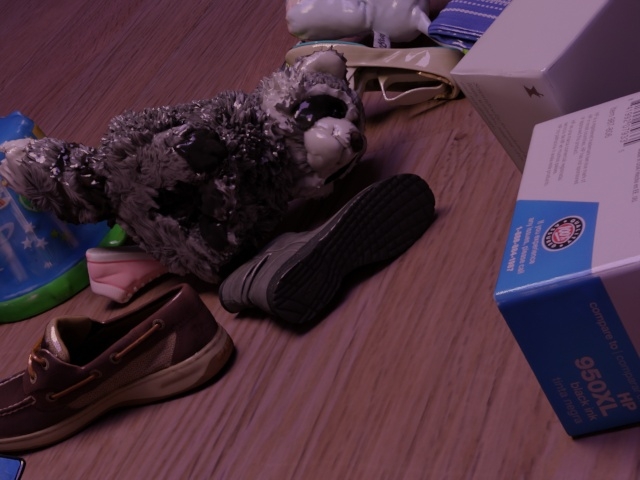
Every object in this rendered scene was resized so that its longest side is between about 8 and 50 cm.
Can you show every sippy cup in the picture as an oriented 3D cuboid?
[{"bbox_3d":[-0.418,-0.045,2.057,0.305,0.224,0.240,-33,25,-10],"label":"sippy cup"}]

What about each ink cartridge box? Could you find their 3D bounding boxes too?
[{"bbox_3d":[0.370,-0.022,1.242,0.395,0.166,0.285,-17,28,27],"label":"ink cartridge box"}]

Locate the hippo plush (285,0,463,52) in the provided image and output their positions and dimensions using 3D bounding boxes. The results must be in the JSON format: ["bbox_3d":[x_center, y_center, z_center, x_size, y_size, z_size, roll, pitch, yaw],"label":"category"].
[{"bbox_3d":[0.065,-0.409,2.140,0.234,0.236,0.294,-2,21,-9],"label":"hippo plush"}]

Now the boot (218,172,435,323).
[{"bbox_3d":[0.000,0.000,1.706,0.246,0.083,0.161,-37,20,-20],"label":"boot"}]

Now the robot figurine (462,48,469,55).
[{"bbox_3d":[0.233,-0.276,1.988,0.101,0.067,0.115,-17,27,17],"label":"robot figurine"}]

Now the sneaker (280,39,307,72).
[{"bbox_3d":[-0.058,-0.181,2.079,0.121,0.111,0.300,-23,22,24],"label":"sneaker"}]

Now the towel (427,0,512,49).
[{"bbox_3d":[0.320,-0.328,1.950,0.243,0.040,0.336,17,47,31],"label":"towel"}]

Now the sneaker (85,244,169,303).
[{"bbox_3d":[-0.231,0.043,1.911,0.134,0.070,0.051,-2,12,-11],"label":"sneaker"}]

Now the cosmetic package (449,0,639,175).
[{"bbox_3d":[0.340,-0.225,1.544,0.385,0.217,0.156,-47,29,-17],"label":"cosmetic package"}]

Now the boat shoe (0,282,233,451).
[{"bbox_3d":[-0.270,0.133,1.678,0.342,0.123,0.123,-19,27,21],"label":"boat shoe"}]

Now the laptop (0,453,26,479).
[{"bbox_3d":[-0.530,0.314,1.322,0.236,0.408,0.382,137,154,-67],"label":"laptop"}]

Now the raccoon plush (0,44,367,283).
[{"bbox_3d":[-0.154,-0.144,1.866,0.446,0.216,0.299,23,47,25],"label":"raccoon plush"}]

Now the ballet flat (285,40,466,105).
[{"bbox_3d":[0.071,-0.216,1.976,0.248,0.086,0.086,1,32,11],"label":"ballet flat"}]
